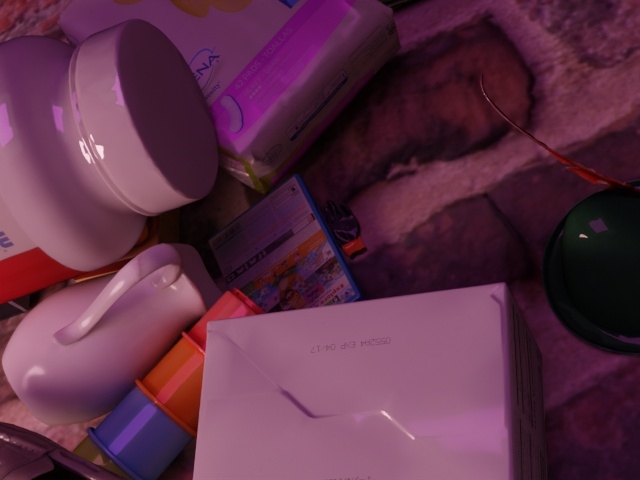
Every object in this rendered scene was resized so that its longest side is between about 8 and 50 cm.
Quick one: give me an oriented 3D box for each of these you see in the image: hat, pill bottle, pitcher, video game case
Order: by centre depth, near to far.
[{"bbox_3d":[0.243,-0.019,1.001,0.209,0.183,0.172,1,63,24],"label":"hat"},{"bbox_3d":[-0.202,0.080,1.144,0.207,0.178,0.125,-35,72,0],"label":"pitcher"},{"bbox_3d":[-0.314,-0.056,1.152,0.408,0.229,0.229,-19,56,19],"label":"pill bottle"},{"bbox_3d":[-0.037,0.028,1.189,0.119,0.015,0.166,-36,53,13],"label":"video game case"}]

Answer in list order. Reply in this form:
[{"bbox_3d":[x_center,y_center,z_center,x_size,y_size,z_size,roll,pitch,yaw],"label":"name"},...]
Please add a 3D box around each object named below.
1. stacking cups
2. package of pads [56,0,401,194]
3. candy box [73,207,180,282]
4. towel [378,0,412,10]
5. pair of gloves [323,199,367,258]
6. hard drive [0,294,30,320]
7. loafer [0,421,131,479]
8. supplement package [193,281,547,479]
[{"bbox_3d":[-0.166,0.178,1.125,0.096,0.096,0.316,35,78,34],"label":"stacking cups"},{"bbox_3d":[-0.101,-0.212,1.264,0.296,0.101,0.229,38,81,22],"label":"package of pads"},{"bbox_3d":[-0.207,-0.045,1.295,0.109,0.053,0.186,-13,56,17],"label":"candy box"},{"bbox_3d":[0.139,-0.384,1.347,0.325,0.038,0.247,-21,55,11],"label":"towel"},{"bbox_3d":[0.000,0.000,1.203,0.083,0.010,0.074,-31,54,3],"label":"pair of gloves"},{"bbox_3d":[-0.409,-0.013,1.362,0.172,0.054,0.254,-19,56,13],"label":"hard drive"},{"bbox_3d":[-0.242,0.214,1.011,0.320,0.111,0.112,14,74,12],"label":"loafer"},{"bbox_3d":[0.045,0.170,1.002,0.262,0.145,0.204,-9,58,20],"label":"supplement package"}]
